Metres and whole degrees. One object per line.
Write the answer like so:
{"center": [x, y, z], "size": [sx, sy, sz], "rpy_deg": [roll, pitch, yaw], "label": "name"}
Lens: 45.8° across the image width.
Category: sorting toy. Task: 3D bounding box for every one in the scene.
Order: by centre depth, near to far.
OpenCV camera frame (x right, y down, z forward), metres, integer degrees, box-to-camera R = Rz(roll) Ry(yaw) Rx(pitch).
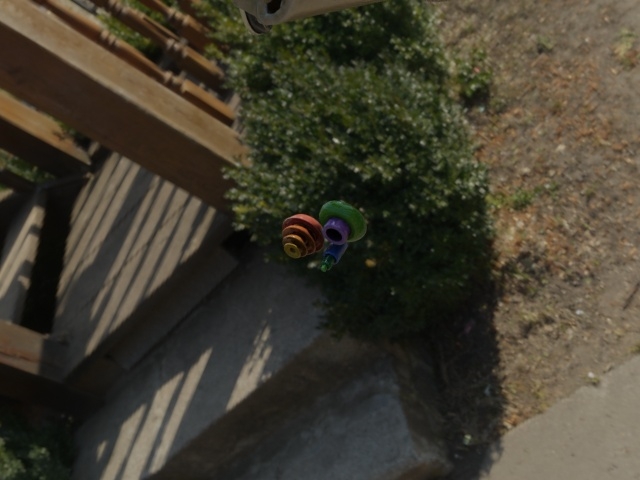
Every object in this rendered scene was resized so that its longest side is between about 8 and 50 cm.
{"center": [0.000, 0.000, 0.771], "size": [0.102, 0.061, 0.042], "rpy_deg": [-14, 32, 43], "label": "sorting toy"}

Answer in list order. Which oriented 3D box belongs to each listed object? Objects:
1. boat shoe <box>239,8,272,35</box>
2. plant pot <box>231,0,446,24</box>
{"center": [-0.107, -0.431, 1.331], "size": [0.079, 0.233, 0.084], "rpy_deg": [-3, 76, 5], "label": "boat shoe"}
{"center": [0.021, -0.430, 0.971], "size": [0.305, 0.333, 0.334], "rpy_deg": [-29, 22, -26], "label": "plant pot"}
